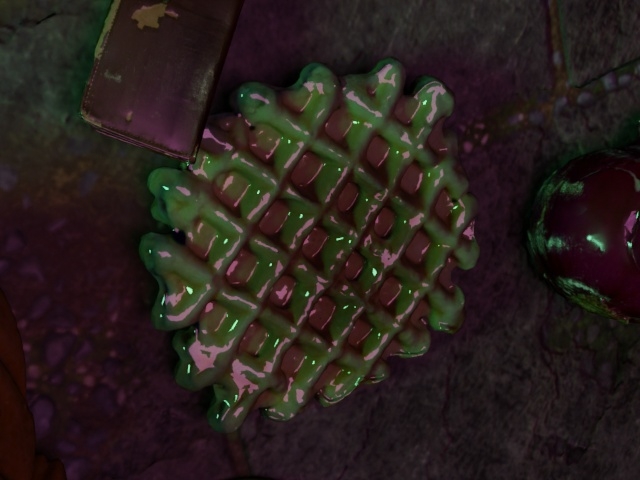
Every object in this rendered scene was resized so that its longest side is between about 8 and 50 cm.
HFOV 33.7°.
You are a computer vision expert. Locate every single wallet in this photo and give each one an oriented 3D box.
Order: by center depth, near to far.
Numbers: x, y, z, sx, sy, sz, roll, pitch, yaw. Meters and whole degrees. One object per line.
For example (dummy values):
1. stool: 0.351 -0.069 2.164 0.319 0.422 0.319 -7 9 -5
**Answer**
1. wallet: -0.107 -0.151 0.757 0.095 0.026 0.176 19 79 -22

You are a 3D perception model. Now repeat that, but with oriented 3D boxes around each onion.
1. onion: 0.311 -0.029 1.011 0.195 0.140 0.218 32 82 -26

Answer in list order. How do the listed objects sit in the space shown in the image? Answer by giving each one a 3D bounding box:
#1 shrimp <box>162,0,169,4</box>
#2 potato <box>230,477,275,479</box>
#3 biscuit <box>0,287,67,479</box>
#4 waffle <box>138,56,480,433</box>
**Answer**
1. shrimp: -0.092 -0.313 0.718 0.222 0.054 0.290 38 73 -30
2. potato: -0.047 0.256 0.891 0.149 0.081 0.120 -32 119 -21
3. biscuit: -0.261 0.186 0.642 0.350 0.070 0.394 0 86 -66
4. waffle: 0.000 0.000 0.866 0.309 0.056 0.292 -19 112 -23
